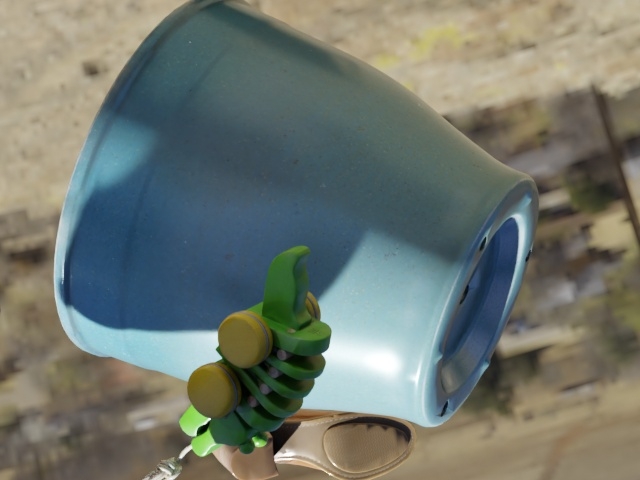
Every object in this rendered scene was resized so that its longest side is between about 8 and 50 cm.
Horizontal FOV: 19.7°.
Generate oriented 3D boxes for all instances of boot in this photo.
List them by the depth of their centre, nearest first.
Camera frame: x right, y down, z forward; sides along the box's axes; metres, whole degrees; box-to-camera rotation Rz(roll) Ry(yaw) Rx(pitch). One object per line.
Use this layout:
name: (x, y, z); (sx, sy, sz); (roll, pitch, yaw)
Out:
boot: (-0.017, 0.176, 1.807); (0.197, 0.073, 0.152); (-1, -164, -15)

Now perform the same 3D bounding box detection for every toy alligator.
toy alligator: (-0.038, 0.085, 0.970); (0.056, 0.051, 0.189); (-23, 150, -54)

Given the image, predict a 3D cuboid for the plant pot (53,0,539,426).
plant pot: (0.000, 0.000, 1.262); (0.255, 0.271, 0.271); (23, 169, 18)
